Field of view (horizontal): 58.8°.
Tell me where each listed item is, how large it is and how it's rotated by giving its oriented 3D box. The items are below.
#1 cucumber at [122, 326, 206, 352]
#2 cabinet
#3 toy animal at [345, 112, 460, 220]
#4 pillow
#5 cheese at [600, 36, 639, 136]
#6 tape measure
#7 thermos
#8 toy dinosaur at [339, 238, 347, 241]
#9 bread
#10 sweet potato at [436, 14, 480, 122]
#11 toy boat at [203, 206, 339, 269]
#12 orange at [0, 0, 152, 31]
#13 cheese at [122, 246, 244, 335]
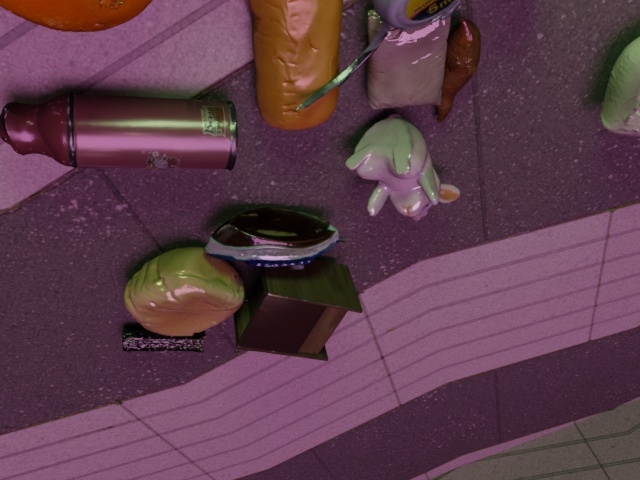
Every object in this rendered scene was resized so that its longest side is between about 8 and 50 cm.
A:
[{"bbox_3d":[-0.348,0.219,1.266,0.187,0.058,0.058,7,131,-28],"label":"cucumber"},{"bbox_3d":[-0.056,0.137,1.219,0.215,0.148,0.174,13,126,-23],"label":"cabinet"},{"bbox_3d":[0.169,-0.101,1.072,0.141,0.138,0.282,-1,143,33],"label":"toy animal"},{"bbox_3d":[0.140,-0.294,0.916,0.134,0.077,0.181,-12,139,-4],"label":"pillow"},{"bbox_3d":[0.630,-0.293,1.043,0.198,0.154,0.189,-7,137,3],"label":"cheese"},{"bbox_3d":[0.070,-0.309,0.774,0.330,0.084,0.164,-30,160,15],"label":"tape measure"},{"bbox_3d":[-0.303,-0.166,0.868,0.330,0.136,0.109,-2,106,-19],"label":"thermos"},{"bbox_3d":[-0.001,0.000,1.203,0.120,0.029,0.060,-1,149,-28],"label":"toy dinosaur"},{"bbox_3d":[-0.032,-0.298,0.839,0.142,0.091,0.305,-7,135,-7],"label":"bread"},{"bbox_3d":[0.234,-0.293,0.967,0.068,0.068,0.226,-12,147,-9],"label":"sweet potato"},{"bbox_3d":[-0.092,0.009,1.107,0.262,0.114,0.115,4,137,-22],"label":"toy boat"},{"bbox_3d":[-0.264,-0.343,0.589,0.246,0.246,0.246,-11,136,-10],"label":"orange"},{"bbox_3d":[-0.273,0.114,1.148,0.214,0.117,0.226,-31,141,19],"label":"cheese"}]
